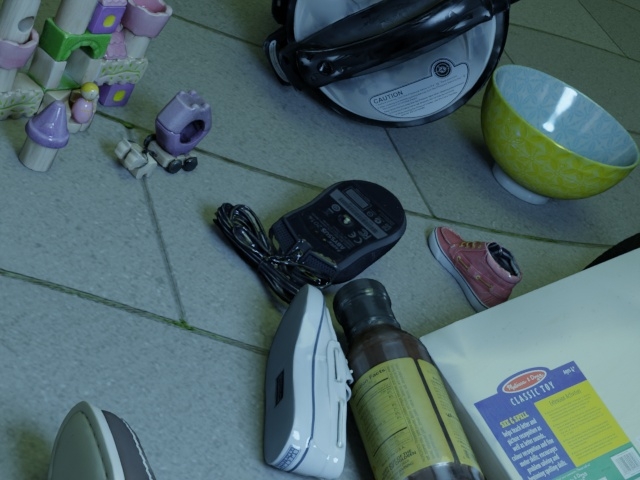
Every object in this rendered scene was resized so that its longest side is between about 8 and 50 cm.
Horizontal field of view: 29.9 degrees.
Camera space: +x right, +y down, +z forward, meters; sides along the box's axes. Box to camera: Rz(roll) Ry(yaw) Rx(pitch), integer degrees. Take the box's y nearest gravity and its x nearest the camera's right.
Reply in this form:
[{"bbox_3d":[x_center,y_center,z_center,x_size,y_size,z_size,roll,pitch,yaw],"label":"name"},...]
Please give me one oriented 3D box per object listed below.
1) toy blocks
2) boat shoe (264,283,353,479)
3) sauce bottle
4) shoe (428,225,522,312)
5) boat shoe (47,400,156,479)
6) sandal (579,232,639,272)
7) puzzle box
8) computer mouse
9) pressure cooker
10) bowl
[{"bbox_3d":[-0.292,-0.269,1.523,0.309,0.260,0.289,45,32,23],"label":"toy blocks"},{"bbox_3d":[-0.008,0.158,1.325,0.084,0.095,0.258,25,41,-17],"label":"boat shoe"},{"bbox_3d":[0.089,0.179,1.344,0.111,0.111,0.344,15,34,-26],"label":"sauce bottle"},{"bbox_3d":[0.224,0.022,1.724,0.064,0.081,0.178,6,38,-36],"label":"shoe"},{"bbox_3d":[-0.148,0.277,0.990,0.097,0.116,0.324,12,38,-37],"label":"boat shoe"},{"bbox_3d":[0.422,0.115,1.727,0.107,0.168,0.446,57,38,-11],"label":"sandal"},{"bbox_3d":[0.344,0.169,1.463,0.409,0.052,0.272,-19,62,-26],"label":"puzzle box"},{"bbox_3d":[0.000,0.000,1.582,0.272,0.072,0.188,-24,62,-41],"label":"computer mouse"},{"bbox_3d":[0.119,-0.385,1.954,0.376,0.369,0.420,23,27,-7],"label":"pressure cooker"},{"bbox_3d":[0.382,-0.155,2.053,0.290,0.156,0.289,22,31,-14],"label":"bowl"}]
